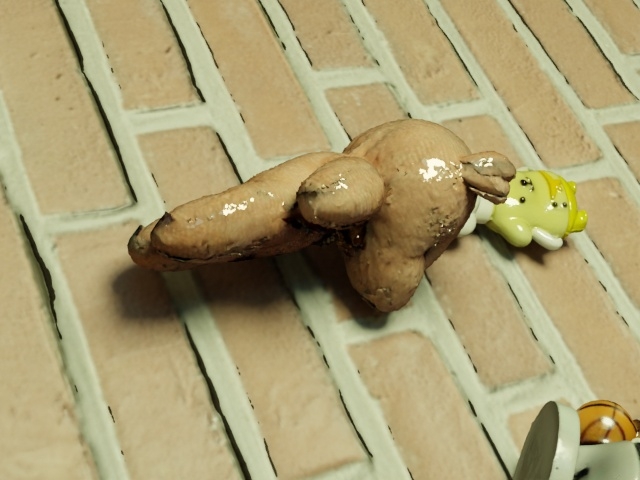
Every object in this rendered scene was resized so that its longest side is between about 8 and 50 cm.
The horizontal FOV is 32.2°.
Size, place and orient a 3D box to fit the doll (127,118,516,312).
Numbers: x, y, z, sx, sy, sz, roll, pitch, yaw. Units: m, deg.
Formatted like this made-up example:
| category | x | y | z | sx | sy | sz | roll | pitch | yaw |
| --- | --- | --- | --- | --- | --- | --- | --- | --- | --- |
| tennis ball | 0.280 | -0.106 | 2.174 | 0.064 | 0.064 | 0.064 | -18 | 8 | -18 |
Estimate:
| category | x | y | z | sx | sy | sz | roll | pitch | yaw |
| --- | --- | --- | --- | --- | --- | --- | --- | --- | --- |
| doll | 0.000 | 0.000 | 0.917 | 0.303 | 0.201 | 0.156 | -19 | 97 | -25 |

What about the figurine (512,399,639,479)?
| category | x | y | z | sx | sy | sz | roll | pitch | yaw |
| --- | --- | --- | --- | --- | --- | --- | --- | --- | --- |
| figurine | 0.270 | 0.207 | 0.845 | 0.236 | 0.133 | 0.176 | 19 | 37 | 2 |

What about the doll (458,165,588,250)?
| category | x | y | z | sx | sy | sz | roll | pitch | yaw |
| --- | --- | --- | --- | --- | --- | --- | --- | --- | --- |
| doll | 0.172 | -0.037 | 1.054 | 0.162 | 0.062 | 0.106 | 3 | 46 | -16 |
